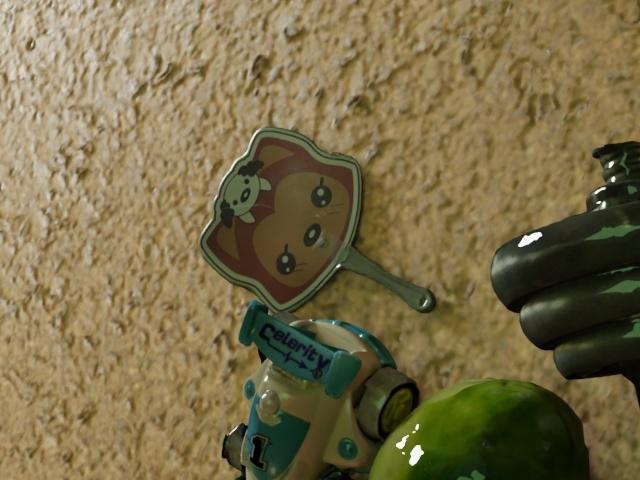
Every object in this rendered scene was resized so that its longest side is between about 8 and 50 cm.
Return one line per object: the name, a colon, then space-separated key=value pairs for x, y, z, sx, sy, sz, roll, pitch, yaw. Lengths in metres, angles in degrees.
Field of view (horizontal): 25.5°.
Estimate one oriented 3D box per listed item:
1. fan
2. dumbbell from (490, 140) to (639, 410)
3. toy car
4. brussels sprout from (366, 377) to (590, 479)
fan: x=0.000 y=0.000 z=1.050 sx=0.220 sy=0.009 sz=0.132 roll=31 pitch=96 yaw=34
dumbbell: x=0.203 y=0.143 z=0.768 sx=0.179 sy=0.179 sz=0.406 roll=-15 pitch=78 yaw=29
toy car: x=-0.023 y=0.127 z=0.981 sx=0.126 sy=0.098 sz=0.161 roll=29 pitch=93 yaw=36
brussels sprout: x=0.091 y=0.158 z=0.886 sx=0.149 sy=0.122 sz=0.152 roll=-15 pitch=72 yaw=27
